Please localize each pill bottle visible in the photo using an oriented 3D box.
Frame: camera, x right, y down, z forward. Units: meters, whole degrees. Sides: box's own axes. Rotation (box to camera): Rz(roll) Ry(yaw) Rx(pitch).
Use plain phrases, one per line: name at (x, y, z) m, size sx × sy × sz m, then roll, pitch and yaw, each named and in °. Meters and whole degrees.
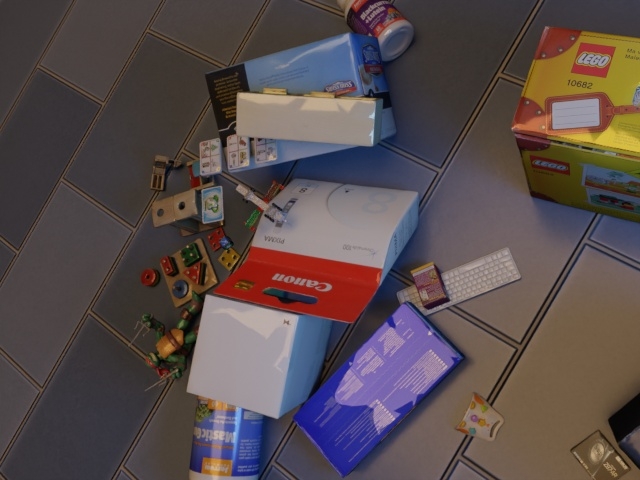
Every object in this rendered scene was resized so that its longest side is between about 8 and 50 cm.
pill bottle at (0.124, -0.525, 1.499) m, size 0.108 × 0.108 × 0.194 m, roll -40°, pitch 66°, yaw 10°
pill bottle at (-0.206, 0.457, 1.383) m, size 0.152 × 0.152 × 0.272 m, roll -1°, pitch 77°, yaw 23°

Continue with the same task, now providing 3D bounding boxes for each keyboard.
keyboard at (0.287, 0.095, 1.337) m, size 0.255 × 0.014 × 0.072 m, roll -24°, pitch 70°, yaw 16°

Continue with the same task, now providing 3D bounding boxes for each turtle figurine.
turtle figurine at (-0.356, 0.239, 1.518) m, size 0.234 × 0.118 × 0.175 m, roll -43°, pitch 80°, yaw -8°

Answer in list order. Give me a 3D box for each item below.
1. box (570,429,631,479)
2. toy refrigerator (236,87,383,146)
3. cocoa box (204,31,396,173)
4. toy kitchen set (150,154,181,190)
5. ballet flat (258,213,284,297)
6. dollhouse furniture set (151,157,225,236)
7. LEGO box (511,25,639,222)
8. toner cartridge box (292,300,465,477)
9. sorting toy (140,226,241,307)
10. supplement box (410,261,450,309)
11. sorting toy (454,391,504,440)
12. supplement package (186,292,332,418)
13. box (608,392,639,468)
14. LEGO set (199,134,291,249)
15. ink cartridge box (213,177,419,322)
box at (0.515, 0.403, 1.166) m, size 0.067 × 0.018 × 0.083 m, roll -40°, pitch 66°, yaw 10°
toy refrigerator at (-0.020, -0.244, 1.232) m, size 0.269 × 0.102 × 0.094 m, roll 6°, pitch 106°, yaw 13°
cocoa box at (-0.037, -0.304, 1.409) m, size 0.346 × 0.231 × 0.228 m, roll -9°, pitch 101°, yaw 22°
toy kitchen set at (-0.406, -0.175, 1.665) m, size 0.068 × 0.083 × 0.075 m, roll 8°, pitch 78°, yaw -18°
ballet flat at (-0.124, 0.041, 1.482) m, size 0.083 × 0.087 × 0.248 m, roll 1°, pitch 78°, yaw 23°
dollhouse furniture set at (-0.336, -0.121, 1.585) m, size 0.128 × 0.129 × 0.184 m, roll -15°, pitch 73°, yaw 19°
LEGO box at (0.608, -0.151, 1.063) m, size 0.499 × 0.372 × 0.193 m, roll 18°, pitch 85°, yaw 25°
toner cartridge box at (0.120, 0.306, 1.316) m, size 0.348 × 0.075 × 0.165 m, roll -46°, pitch 72°, yaw 7°
sorting toy at (-0.330, 0.074, 1.584) m, size 0.274 × 0.046 × 0.132 m, roll -30°, pitch 68°, yaw 13°
supplement box at (0.231, 0.095, 1.332) m, size 0.054 × 0.043 × 0.083 m, roll -24°, pitch 64°, yaw 16°
sorting toy at (0.319, 0.357, 1.254) m, size 0.075 × 0.045 × 0.083 m, roll 27°, pitch 89°, yaw 7°
supplement package at (-0.113, 0.222, 1.313) m, size 0.197 × 0.262 × 0.200 m, roll 11°, pitch 90°, yaw 17°
box at (0.679, 0.352, 0.854) m, size 0.297 × 0.480 × 0.472 m, roll -43°, pitch 65°, yaw 9°
LEGO set at (-0.161, -0.104, 1.330) m, size 0.182 × 0.060 × 0.245 m, roll -10°, pitch 74°, yaw 18°
ink cartridge box at (0.000, 0.000, 1.305) m, size 0.307 × 0.385 × 0.091 m, roll 10°, pitch 123°, yaw 24°
